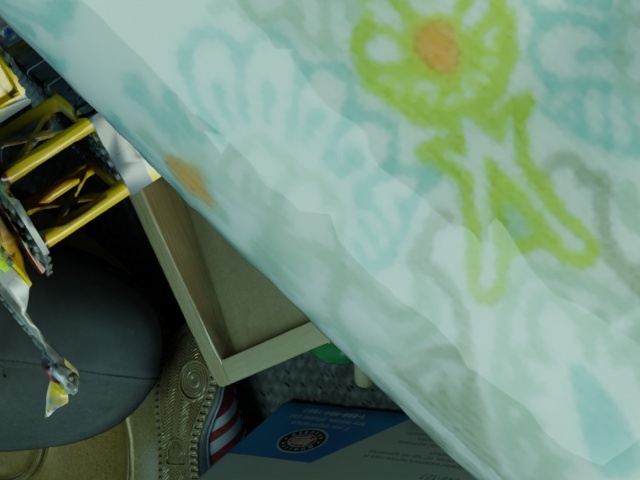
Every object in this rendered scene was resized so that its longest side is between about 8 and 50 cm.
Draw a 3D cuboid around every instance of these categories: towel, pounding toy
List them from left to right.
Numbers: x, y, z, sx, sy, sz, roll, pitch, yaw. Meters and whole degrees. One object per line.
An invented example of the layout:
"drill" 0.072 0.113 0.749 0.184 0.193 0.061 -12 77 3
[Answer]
"pounding toy" 0.000 0.000 0.772 0.130 0.100 0.141 -26 88 47
"towel" 0.084 -0.148 0.456 0.320 0.090 0.374 45 103 8

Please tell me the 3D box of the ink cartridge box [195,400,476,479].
"ink cartridge box" 0.001 0.206 0.795 0.171 0.233 0.168 3 119 41

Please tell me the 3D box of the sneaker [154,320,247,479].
"sneaker" -0.047 0.097 0.914 0.042 0.067 0.118 3 90 43

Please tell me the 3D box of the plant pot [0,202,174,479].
"plant pot" -0.174 0.093 0.973 0.236 0.032 0.236 9 113 23

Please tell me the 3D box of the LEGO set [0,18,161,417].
"LEGO set" -0.188 -0.098 0.692 0.331 0.192 0.255 40 160 48

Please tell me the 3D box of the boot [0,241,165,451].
"boot" -0.206 0.064 0.764 0.223 0.338 0.118 -144 63 -64
